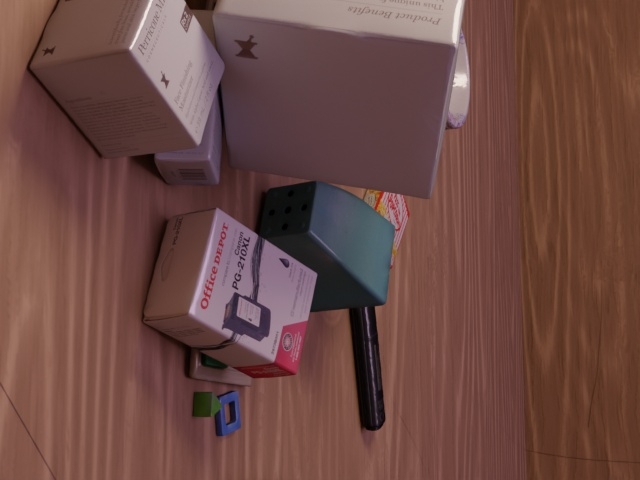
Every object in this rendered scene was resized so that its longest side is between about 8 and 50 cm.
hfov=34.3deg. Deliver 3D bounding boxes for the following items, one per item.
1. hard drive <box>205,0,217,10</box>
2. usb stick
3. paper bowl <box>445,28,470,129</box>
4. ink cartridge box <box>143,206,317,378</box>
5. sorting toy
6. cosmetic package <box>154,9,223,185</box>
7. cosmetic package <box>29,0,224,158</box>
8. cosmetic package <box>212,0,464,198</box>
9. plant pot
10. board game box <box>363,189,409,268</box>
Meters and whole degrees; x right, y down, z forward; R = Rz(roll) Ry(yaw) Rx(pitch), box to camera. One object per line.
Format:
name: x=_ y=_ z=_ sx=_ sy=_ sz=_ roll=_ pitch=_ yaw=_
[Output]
hard drive: x=-0.098 y=-0.297 z=1.796 sx=0.353 sy=0.047 sz=0.233 roll=44 pitch=47 yaw=-56
usb stick: x=0.101 y=0.256 z=2.167 sx=0.077 sy=0.045 sz=0.278 roll=-22 pitch=107 yaw=-72
paper bowl: x=0.254 y=-0.402 z=2.482 sx=0.284 sy=0.148 sz=0.284 roll=-4 pitch=90 yaw=-67
ink cartridge box: x=-0.127 y=0.082 z=1.528 sx=0.237 sy=0.100 sz=0.172 roll=35 pitch=57 yaw=-41
sorting toy: x=-0.141 y=0.132 z=1.634 sx=0.196 sy=0.047 sz=0.347 roll=26 pitch=63 yaw=-63
cosmetic package: x=-0.184 y=-0.206 z=1.503 sx=0.117 sy=0.086 sz=0.231 roll=88 pitch=3 yaw=-75
cosmetic package: x=-0.241 y=-0.224 z=1.328 sx=0.183 sy=0.151 sz=0.151 roll=57 pitch=37 yaw=-48
cosmetic package: x=0.048 y=-0.331 z=1.561 sx=0.327 sy=0.329 sz=0.393 roll=91 pitch=10 yaw=-55
plant pot: x=0.000 y=0.000 z=1.847 sx=0.234 sy=0.166 sz=0.165 roll=42 pitch=49 yaw=-47
board game box: x=0.140 y=-0.053 z=2.299 sx=0.193 sy=0.045 sz=0.146 roll=-68 pitch=146 yaw=-45
